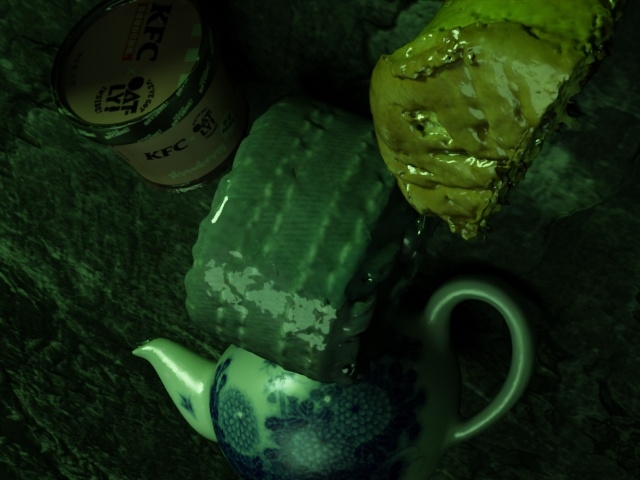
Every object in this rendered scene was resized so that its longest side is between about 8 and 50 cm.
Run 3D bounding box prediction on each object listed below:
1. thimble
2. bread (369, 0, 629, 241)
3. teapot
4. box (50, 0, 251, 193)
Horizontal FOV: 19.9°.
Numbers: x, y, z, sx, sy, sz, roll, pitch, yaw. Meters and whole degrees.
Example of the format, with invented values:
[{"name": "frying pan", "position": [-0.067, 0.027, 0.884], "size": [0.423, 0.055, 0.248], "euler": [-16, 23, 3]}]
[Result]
[{"name": "thimble", "position": [0.000, 0.000, 1.588], "size": [0.172, 0.236, 0.205], "euler": [23, 144, 8]}, {"name": "bread", "position": [0.125, -0.121, 1.378], "size": [0.147, 0.160, 0.260], "euler": [33, 155, 8]}, {"name": "teapot", "position": [0.009, 0.121, 1.799], "size": [0.424, 0.252, 0.280], "euler": [-11, 98, 23]}, {"name": "box", "position": [-0.141, -0.126, 1.602], "size": [0.151, 0.151, 0.135], "euler": [10, 155, 29]}]
